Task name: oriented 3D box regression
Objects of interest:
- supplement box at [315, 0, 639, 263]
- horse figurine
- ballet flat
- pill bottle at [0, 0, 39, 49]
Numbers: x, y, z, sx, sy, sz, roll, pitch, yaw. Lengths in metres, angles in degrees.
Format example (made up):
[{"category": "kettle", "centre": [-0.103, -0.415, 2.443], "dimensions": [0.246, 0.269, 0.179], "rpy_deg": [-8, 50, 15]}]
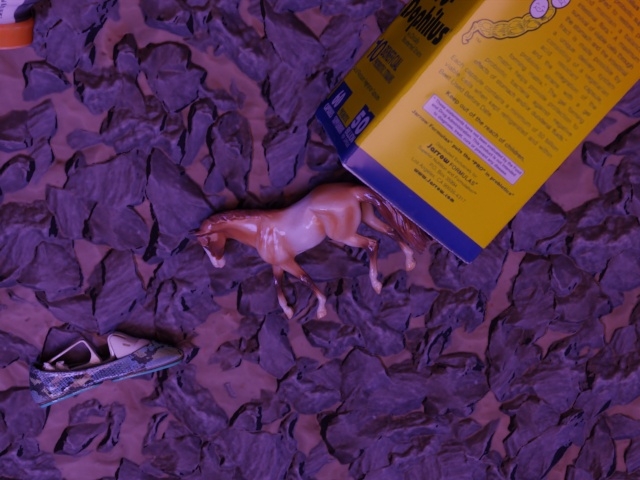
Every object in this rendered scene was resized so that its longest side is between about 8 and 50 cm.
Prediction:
[{"category": "supplement box", "centre": [0.189, -0.190, 1.336], "dimensions": [0.195, 0.194, 0.356], "rpy_deg": [37, 100, -21]}, {"category": "horse figurine", "centre": [0.000, 0.000, 1.426], "dimensions": [0.263, 0.066, 0.174], "rpy_deg": [-22, 113, 24]}, {"category": "ballet flat", "centre": [-0.260, 0.144, 1.462], "dimensions": [0.188, 0.070, 0.070], "rpy_deg": [-18, 113, -6]}, {"category": "pill bottle", "centre": [-0.335, -0.320, 1.231], "dimensions": [0.130, 0.130, 0.246], "rpy_deg": [0, 111, -10]}]
